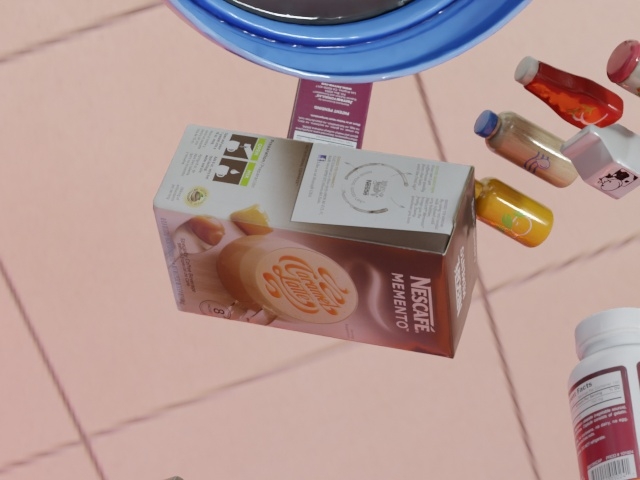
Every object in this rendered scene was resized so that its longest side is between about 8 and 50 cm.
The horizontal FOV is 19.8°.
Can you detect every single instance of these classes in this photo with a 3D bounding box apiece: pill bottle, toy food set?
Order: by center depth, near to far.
[{"bbox_3d":[0.219,0.128,1.284,0.086,0.152,0.086,-3,151,-1],"label":"pill bottle"},{"bbox_3d":[0.205,-0.097,1.512,0.104,0.111,0.232,27,143,-21],"label":"toy food set"}]

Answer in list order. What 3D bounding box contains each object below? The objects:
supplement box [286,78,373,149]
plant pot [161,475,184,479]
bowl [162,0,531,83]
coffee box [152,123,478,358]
[{"bbox_3d":[0.006,-0.114,1.960,0.081,0.188,0.104,10,154,0],"label":"supplement box"},{"bbox_3d":[-0.160,0.325,1.666,0.167,0.188,0.187,-38,94,12],"label":"plant pot"},{"bbox_3d":[0.019,-0.304,1.244,0.391,0.077,0.391,-7,107,-23],"label":"bowl"},{"bbox_3d":[0.000,0.000,1.521,0.246,0.098,0.141,9,141,15],"label":"coffee box"}]
